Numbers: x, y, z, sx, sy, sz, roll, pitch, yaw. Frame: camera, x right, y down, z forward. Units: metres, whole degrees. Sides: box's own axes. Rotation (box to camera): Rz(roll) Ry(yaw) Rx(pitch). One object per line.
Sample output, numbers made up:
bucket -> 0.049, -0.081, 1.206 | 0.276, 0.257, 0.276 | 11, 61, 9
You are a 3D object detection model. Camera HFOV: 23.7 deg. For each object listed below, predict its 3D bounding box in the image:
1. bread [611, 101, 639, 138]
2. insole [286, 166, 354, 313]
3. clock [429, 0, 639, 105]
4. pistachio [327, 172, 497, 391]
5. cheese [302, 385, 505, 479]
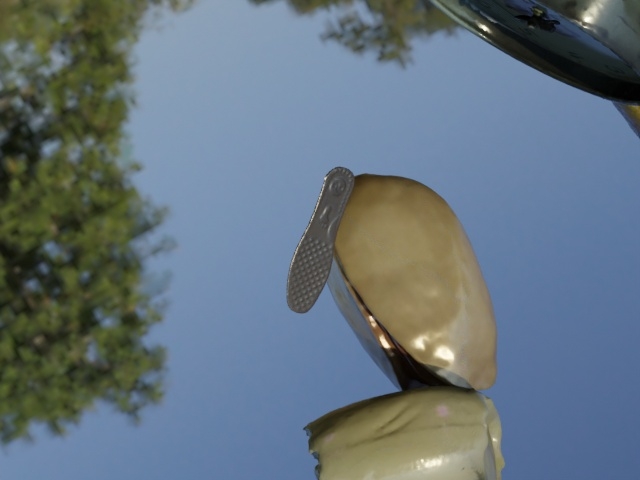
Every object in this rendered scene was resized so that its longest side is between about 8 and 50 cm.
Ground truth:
bread -> 0.418, -0.166, 1.839 | 0.103, 0.172, 0.132 | -40, -151, 15
insole -> 0.000, 0.000, 1.331 | 0.002, 0.045, 0.135 | 25, -82, 52
clock -> 0.237, -0.248, 1.633 | 0.067, 0.325, 0.325 | -60, -162, -1
pistachio -> 0.101, 0.058, 1.812 | 0.188, 0.299, 0.187 | -26, 173, -3
cheese -> 0.093, 0.253, 1.731 | 0.233, 0.127, 0.266 | -12, 157, 11
